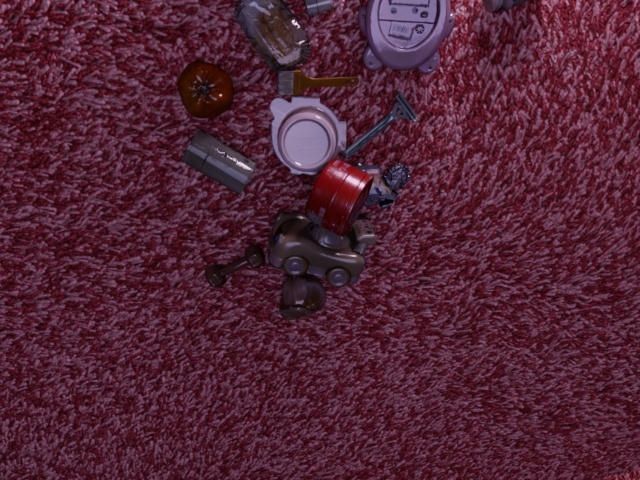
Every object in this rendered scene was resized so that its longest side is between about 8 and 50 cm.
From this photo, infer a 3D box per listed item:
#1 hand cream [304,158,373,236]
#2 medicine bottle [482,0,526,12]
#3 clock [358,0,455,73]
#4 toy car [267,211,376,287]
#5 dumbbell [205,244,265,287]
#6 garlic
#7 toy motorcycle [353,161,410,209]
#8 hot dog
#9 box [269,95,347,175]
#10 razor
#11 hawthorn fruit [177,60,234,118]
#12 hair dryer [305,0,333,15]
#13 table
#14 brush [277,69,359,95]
[{"bbox_3d":[0.059,-0.139,1.449,0.149,0.230,0.230,31,108,10],"label":"hand cream"},{"bbox_3d":[0.605,-0.784,1.390,0.192,0.107,0.107,-22,111,6],"label":"medicine bottle"},{"bbox_3d":[0.264,-0.690,1.386,0.296,0.113,0.322,5,121,2],"label":"clock"},{"bbox_3d":[0.000,0.000,1.589,0.336,0.242,0.226,18,115,-13],"label":"toy car"},{"bbox_3d":[-0.321,0.099,1.695,0.231,0.082,0.092,-25,110,7],"label":"dumbbell"},{"bbox_3d":[-0.116,0.202,1.692,0.257,0.207,0.207,40,104,-9],"label":"garlic"},{"bbox_3d":[0.166,-0.186,1.603,0.307,0.108,0.173,-4,117,0],"label":"toy motorcycle"},{"bbox_3d":[-0.149,-0.657,1.411,0.163,0.082,0.270,-37,103,5],"label":"hot dog"},{"bbox_3d":[-0.053,-0.347,1.461,0.262,0.206,0.291,-38,105,10],"label":"box"},{"bbox_3d":[0.192,-0.381,1.560,0.278,0.056,0.111,-36,109,18],"label":"razor"},{"bbox_3d":[-0.361,-0.471,1.420,0.189,0.189,0.189,-1,112,-3],"label":"hawthorn fruit"},{"bbox_3d":[-0.016,-0.777,1.392,0.082,0.047,0.137,-15,104,1],"label":"hair dryer"},{"bbox_3d":[-0.339,-0.263,1.528,0.220,0.126,0.126,30,107,-13],"label":"table"},{"bbox_3d":[-0.005,-0.520,1.483,0.272,0.013,0.103,-4,153,-9],"label":"brush"}]
